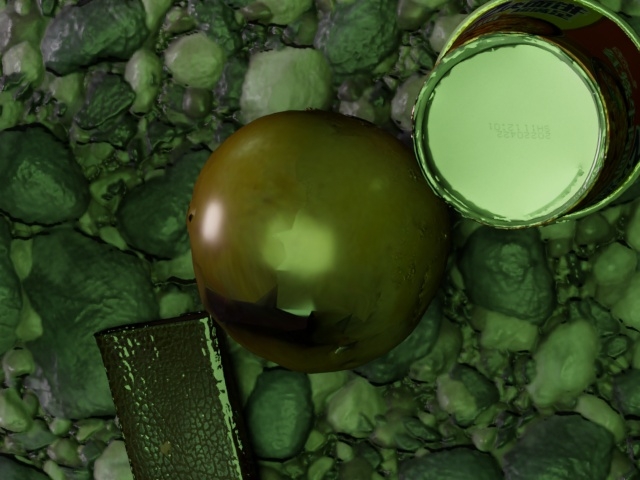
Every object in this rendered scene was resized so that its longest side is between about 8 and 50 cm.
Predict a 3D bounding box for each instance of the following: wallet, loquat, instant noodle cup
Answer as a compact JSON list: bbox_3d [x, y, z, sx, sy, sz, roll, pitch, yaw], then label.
[{"bbox_3d":[-0.127,0.192,1.919,0.133,0.039,0.243,-11,99,25],"label":"wallet"},{"bbox_3d":[0.000,0.000,1.735,0.235,0.235,0.235,4,103,16],"label":"loquat"},{"bbox_3d":[0.174,-0.102,1.688,0.213,0.174,0.213,3,102,15],"label":"instant noodle cup"}]
